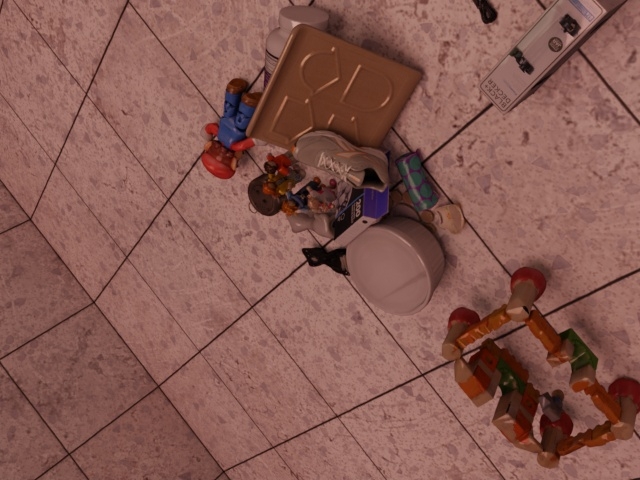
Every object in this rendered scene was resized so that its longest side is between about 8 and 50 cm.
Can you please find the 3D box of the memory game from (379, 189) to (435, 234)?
[{"bbox_3d":[0.235,-0.055,1.934,0.186,0.012,0.186,23,130,30],"label":"memory game"}]

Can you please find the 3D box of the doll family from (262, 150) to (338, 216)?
[{"bbox_3d":[-0.070,-0.144,2.034,0.263,0.163,0.118,40,136,15],"label":"doll family"}]

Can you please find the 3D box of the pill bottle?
[{"bbox_3d":[-0.055,-0.429,1.825,0.182,0.181,0.322,28,131,26],"label":"pill bottle"}]

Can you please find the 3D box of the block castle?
[{"bbox_3d":[0.546,0.315,1.758,0.453,0.213,0.303,48,126,-3],"label":"block castle"}]

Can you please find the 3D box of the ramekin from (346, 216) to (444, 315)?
[{"bbox_3d":[0.214,0.060,1.924,0.273,0.127,0.272,22,129,30],"label":"ramekin"}]

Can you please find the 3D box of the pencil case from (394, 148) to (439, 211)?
[{"bbox_3d":[0.250,-0.154,1.817,0.070,0.064,0.151,-25,100,9],"label":"pencil case"}]

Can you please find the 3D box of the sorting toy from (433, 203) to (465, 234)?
[{"bbox_3d":[0.329,-0.060,1.828,0.075,0.045,0.083,0,116,50],"label":"sorting toy"}]

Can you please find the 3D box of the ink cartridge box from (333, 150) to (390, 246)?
[{"bbox_3d":[0.109,-0.118,1.882,0.045,0.206,0.208,22,143,-24],"label":"ink cartridge box"}]

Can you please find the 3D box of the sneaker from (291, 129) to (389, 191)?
[{"bbox_3d":[0.058,-0.190,1.741,0.263,0.121,0.099,10,128,-18],"label":"sneaker"}]

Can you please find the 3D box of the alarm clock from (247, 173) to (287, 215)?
[{"bbox_3d":[-0.179,-0.132,2.219,0.129,0.064,0.192,54,141,0],"label":"alarm clock"}]

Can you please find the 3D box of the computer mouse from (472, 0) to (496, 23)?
[{"bbox_3d":[0.393,-0.539,1.460,0.193,0.042,0.106,-23,95,53],"label":"computer mouse"}]

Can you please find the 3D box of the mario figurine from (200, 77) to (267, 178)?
[{"bbox_3d":[-0.258,-0.330,2.147,0.320,0.170,0.198,-62,34,34],"label":"mario figurine"}]

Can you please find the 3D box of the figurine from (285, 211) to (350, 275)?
[{"bbox_3d":[0.000,0.000,2.112,0.209,0.092,0.214,3,126,46],"label":"figurine"}]

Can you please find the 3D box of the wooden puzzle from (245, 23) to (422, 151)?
[{"bbox_3d":[0.027,-0.344,1.732,0.348,0.080,0.322,15,128,-22],"label":"wooden puzzle"}]

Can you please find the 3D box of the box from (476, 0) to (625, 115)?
[{"bbox_3d":[0.459,-0.393,1.399,0.087,0.169,0.290,48,138,7],"label":"box"}]
